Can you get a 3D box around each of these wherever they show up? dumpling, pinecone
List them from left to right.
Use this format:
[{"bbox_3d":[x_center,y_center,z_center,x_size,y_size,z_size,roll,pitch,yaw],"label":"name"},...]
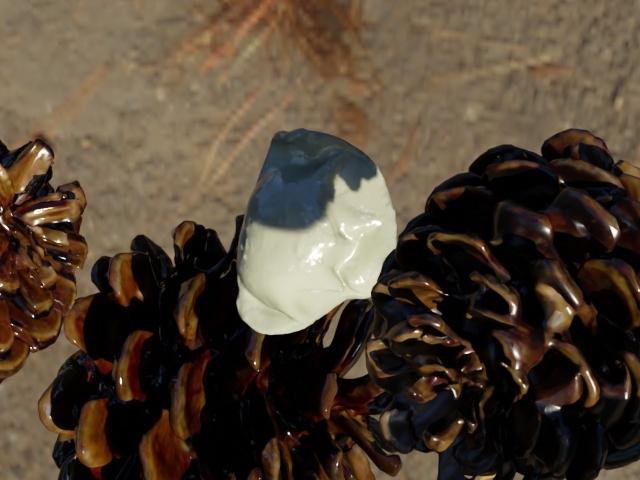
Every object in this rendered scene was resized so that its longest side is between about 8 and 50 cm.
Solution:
[{"bbox_3d":[-0.267,0.005,1.323,0.221,0.221,0.221,0,59,0],"label":"pinecone"},{"bbox_3d":[-0.083,0.159,1.906,0.398,0.397,0.397,0,59,0],"label":"pinecone"},{"bbox_3d":[0.000,0.002,1.577,0.134,0.100,0.169,15,80,10],"label":"dumpling"},{"bbox_3d":[0.143,0.051,1.195,0.224,0.224,0.272,39,31,21],"label":"pinecone"}]

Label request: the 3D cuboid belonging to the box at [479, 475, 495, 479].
[{"bbox_3d":[0.253,0.129,1.652,0.237,0.070,0.152,-17,16,19],"label":"box"}]
